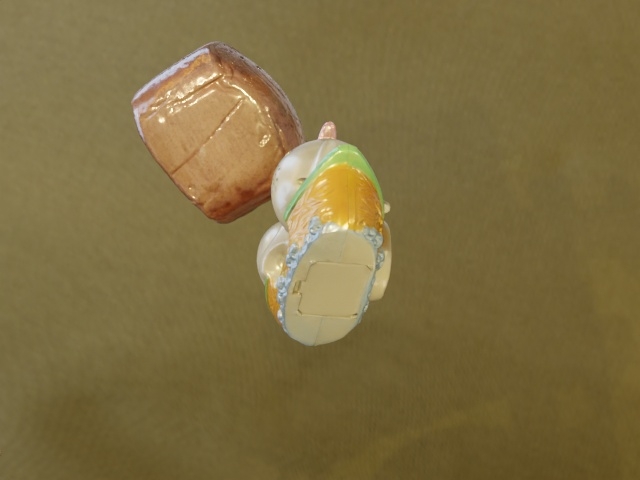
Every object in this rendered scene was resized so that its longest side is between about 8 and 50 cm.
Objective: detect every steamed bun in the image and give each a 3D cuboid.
[{"bbox_3d":[-0.097,-0.116,1.507,0.144,0.106,0.175,-34,93,17],"label":"steamed bun"}]

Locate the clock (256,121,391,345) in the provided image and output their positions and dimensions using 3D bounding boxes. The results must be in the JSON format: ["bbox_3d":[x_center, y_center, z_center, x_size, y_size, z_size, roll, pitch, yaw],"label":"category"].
[{"bbox_3d":[0.000,0.000,1.276,0.103,0.231,0.144,7,42,-13],"label":"clock"}]
